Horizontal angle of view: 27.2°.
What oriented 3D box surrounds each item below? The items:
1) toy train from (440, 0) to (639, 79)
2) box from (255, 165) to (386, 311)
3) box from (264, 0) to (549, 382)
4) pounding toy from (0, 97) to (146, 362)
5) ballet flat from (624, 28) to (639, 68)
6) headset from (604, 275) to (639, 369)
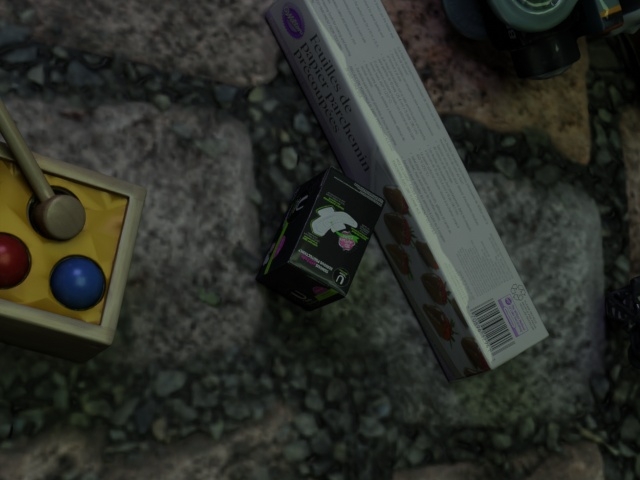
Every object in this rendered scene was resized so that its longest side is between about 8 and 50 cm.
[{"bbox_3d":[0.166,-0.299,1.024,0.190,0.142,0.334,-23,99,-12],"label":"toy train"},{"bbox_3d":[0.000,0.000,0.958,0.052,0.062,0.083,32,64,-16],"label":"box"},{"bbox_3d":[0.065,-0.051,1.002,0.067,0.063,0.324,-26,88,-30],"label":"box"},{"bbox_3d":[-0.186,-0.011,0.852,0.130,0.100,0.141,17,69,-20],"label":"pounding toy"},{"bbox_3d":[0.301,-0.194,1.161,0.067,0.073,0.206,-3,78,-53],"label":"ballet flat"},{"bbox_3d":[0.420,0.134,1.049,0.394,0.185,0.243,18,111,-12],"label":"headset"}]
